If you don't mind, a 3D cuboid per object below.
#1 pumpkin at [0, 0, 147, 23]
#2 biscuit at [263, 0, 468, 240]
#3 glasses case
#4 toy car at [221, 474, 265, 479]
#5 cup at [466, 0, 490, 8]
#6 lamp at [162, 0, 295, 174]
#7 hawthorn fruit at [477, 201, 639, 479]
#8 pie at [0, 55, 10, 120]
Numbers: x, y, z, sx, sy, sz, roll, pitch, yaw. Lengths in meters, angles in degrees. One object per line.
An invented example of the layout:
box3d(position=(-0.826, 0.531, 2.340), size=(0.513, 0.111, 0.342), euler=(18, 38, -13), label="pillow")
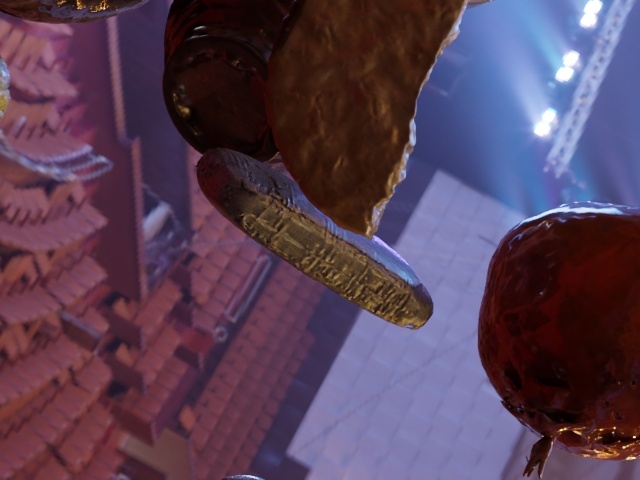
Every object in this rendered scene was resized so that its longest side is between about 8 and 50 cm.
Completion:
box3d(position=(-0.337, -0.290, 1.070), size=(0.148, 0.312, 0.169), euler=(-35, -156, 48), label="pumpkin")
box3d(position=(0.030, -0.138, 0.807), size=(0.032, 0.133, 0.250), euler=(64, 48, -85), label="biscuit")
box3d(position=(0.000, 0.000, 0.990), size=(0.067, 0.282, 0.109), euler=(-49, -148, 10), label="glasses case")
box3d(position=(-0.020, 0.305, 1.114), size=(0.056, 0.205, 0.095), euler=(-55, 165, -30), label="toy car")
box3d(position=(0.168, -0.402, 1.138), size=(0.257, 0.219, 0.290), euler=(176, -79, -77), label="cup")
box3d(position=(-0.051, -0.186, 1.082), size=(0.247, 0.247, 0.247), euler=(-61, -178, 3), label="lamp")
box3d(position=(0.288, 0.122, 1.109), size=(0.307, 0.276, 0.276), euler=(-60, -179, -31), label="hawthorn fruit")
box3d(position=(-0.583, -0.230, 1.595), size=(0.274, 0.105, 0.257), euler=(77, 33, -58), label="pie")
